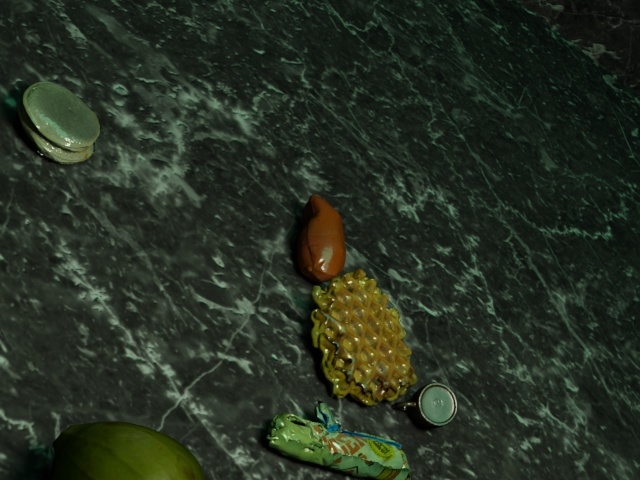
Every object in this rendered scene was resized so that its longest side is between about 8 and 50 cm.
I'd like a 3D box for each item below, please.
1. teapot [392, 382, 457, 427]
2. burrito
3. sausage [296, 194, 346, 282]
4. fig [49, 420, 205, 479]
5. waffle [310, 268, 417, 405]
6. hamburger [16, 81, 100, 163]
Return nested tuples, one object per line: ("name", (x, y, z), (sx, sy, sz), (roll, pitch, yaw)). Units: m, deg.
("teapot", (0.183, 0.288, 1.997), (0.121, 0.068, 0.076), (4, 72, -18))
("burrito", (0.030, 0.313, 1.813), (0.288, 0.054, 0.104), (20, 42, -33))
("sausage", (0.000, 0.000, 2.067), (0.089, 0.089, 0.179), (25, 46, -29))
("fig", (-0.254, 0.312, 1.399), (0.225, 0.203, 0.203), (37, 30, 22))
("waffle", (0.073, 0.167, 1.987), (0.243, 0.058, 0.238), (-7, 69, -52))
("hamburger", (-0.415, -0.185, 1.828), (0.140, 0.062, 0.133), (40, 31, -7))
